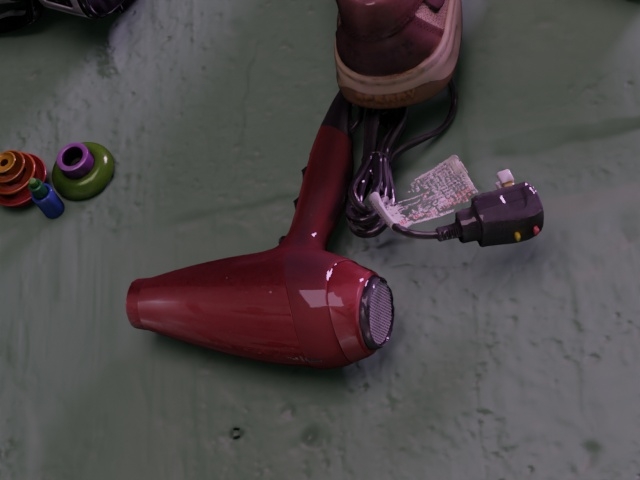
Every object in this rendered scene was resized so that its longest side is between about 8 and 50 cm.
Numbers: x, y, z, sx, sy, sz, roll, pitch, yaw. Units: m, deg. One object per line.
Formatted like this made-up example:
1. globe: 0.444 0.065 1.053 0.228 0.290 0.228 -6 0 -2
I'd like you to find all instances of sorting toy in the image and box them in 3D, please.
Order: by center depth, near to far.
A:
1. sorting toy: -0.213 -0.053 1.307 0.102 0.042 0.061 -13 57 10

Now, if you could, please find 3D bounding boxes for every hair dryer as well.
1. hair dryer: 0.000 0.000 1.204 0.294 0.080 0.223 -27 39 -5

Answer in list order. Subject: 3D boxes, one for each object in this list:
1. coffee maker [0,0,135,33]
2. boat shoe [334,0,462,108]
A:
1. coffee maker: -0.232 -0.257 1.390 0.178 0.120 0.171 7 62 21
2. boat shoe: 0.051 -0.258 1.282 0.123 0.123 0.342 -5 50 16
